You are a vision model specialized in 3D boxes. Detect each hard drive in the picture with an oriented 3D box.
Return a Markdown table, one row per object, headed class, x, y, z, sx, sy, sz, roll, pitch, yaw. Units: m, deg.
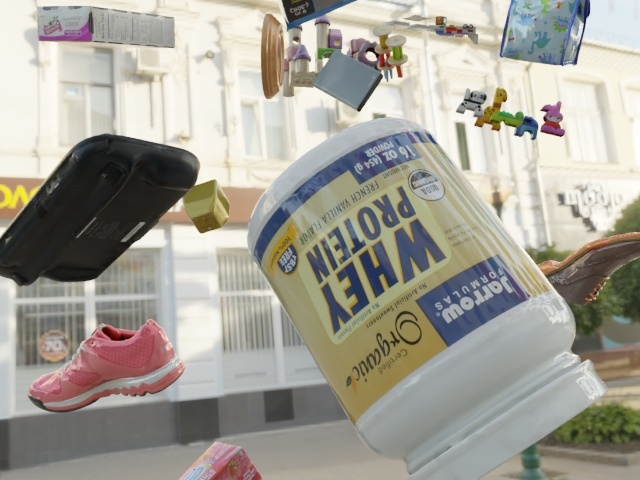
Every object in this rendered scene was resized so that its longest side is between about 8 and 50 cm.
| class | x | y | z | sx | sy | sz | roll | pitch | yaw |
| --- | --- | --- | --- | --- | --- | --- | --- | --- | --- |
| hard drive | 0.059 | -0.347 | 1.420 | 0.135 | 0.094 | 0.022 | 35 | 3 | 28 |

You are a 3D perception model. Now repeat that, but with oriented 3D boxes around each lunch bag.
| class | x | y | z | sx | sy | sz | roll | pitch | yaw |
| --- | --- | --- | --- | --- | --- | --- | --- | --- | --- |
| lunch bag | 0.411 | -0.401 | 1.187 | 0.129 | 0.151 | 0.096 | 20 | 26 | 34 |

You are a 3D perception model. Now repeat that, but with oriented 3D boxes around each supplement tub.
| class | x | y | z | sx | sy | sz | roll | pitch | yaw |
| --- | --- | --- | --- | --- | --- | --- | --- | --- | --- |
| supplement tub | 0.094 | 0.064 | 0.634 | 0.228 | 0.316 | 0.228 | -29 | -22 | -13 |

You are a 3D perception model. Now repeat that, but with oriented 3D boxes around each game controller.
| class | x | y | z | sx | sy | sz | roll | pitch | yaw |
| --- | --- | --- | --- | --- | --- | --- | --- | --- | --- |
| game controller | -0.292 | -0.029 | 0.836 | 0.319 | 0.067 | 0.166 | -35 | -19 | 35 |

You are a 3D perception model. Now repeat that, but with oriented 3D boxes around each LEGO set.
| class | x | y | z | sx | sy | sz | roll | pitch | yaw |
| --- | --- | --- | --- | --- | --- | --- | --- | --- | --- |
| LEGO set | 0.404 | -0.284 | 1.398 | 0.227 | 0.093 | 0.087 | 14 | -7 | 2 |
| LEGO set | 0.296 | -0.554 | 1.729 | 0.182 | 0.060 | 0.244 | 1 | 11 | -22 |

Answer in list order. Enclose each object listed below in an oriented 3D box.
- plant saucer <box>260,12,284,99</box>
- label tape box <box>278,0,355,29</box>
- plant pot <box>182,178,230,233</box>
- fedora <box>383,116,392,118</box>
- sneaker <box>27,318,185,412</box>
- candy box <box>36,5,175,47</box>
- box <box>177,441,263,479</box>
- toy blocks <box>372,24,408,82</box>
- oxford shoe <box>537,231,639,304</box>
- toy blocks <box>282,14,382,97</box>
| class | x | y | z | sx | sy | sz | roll | pitch | yaw |
| --- | --- | --- | --- | --- | --- | --- | --- | --- | --- |
| plant saucer | -0.112 | -0.440 | 1.569 | 0.037 | 0.200 | 0.200 | 3 | -10 | 3 |
| label tape box | -0.004 | -0.701 | 1.760 | 0.240 | 0.106 | 0.334 | -23 | -29 | 0 |
| plant pot | -0.237 | -0.063 | 1.356 | 0.081 | 0.083 | 0.081 | -18 | -46 | 6 |
| fedora | 0.194 | -0.199 | 1.501 | 0.079 | 0.194 | 0.194 | -9 | -11 | 31 |
| sneaker | -0.409 | 0.222 | 1.218 | 0.314 | 0.136 | 0.116 | -14 | 13 | 12 |
| candy box | -0.440 | -0.441 | 1.360 | 0.159 | 0.071 | 0.233 | 11 | 16 | 29 |
| box | -0.285 | 0.639 | 1.628 | 0.128 | 0.123 | 0.257 | -9 | 25 | 48 |
| toy blocks | 0.184 | -0.461 | 1.678 | 0.054 | 0.123 | 0.148 | -25 | -44 | -10 |
| oxford shoe | 0.666 | 0.084 | 1.601 | 0.130 | 0.133 | 0.363 | 3 | -25 | -37 |
| toy blocks | 0.028 | -0.615 | 2.072 | 0.288 | 0.260 | 0.309 | 2 | -5 | -11 |
